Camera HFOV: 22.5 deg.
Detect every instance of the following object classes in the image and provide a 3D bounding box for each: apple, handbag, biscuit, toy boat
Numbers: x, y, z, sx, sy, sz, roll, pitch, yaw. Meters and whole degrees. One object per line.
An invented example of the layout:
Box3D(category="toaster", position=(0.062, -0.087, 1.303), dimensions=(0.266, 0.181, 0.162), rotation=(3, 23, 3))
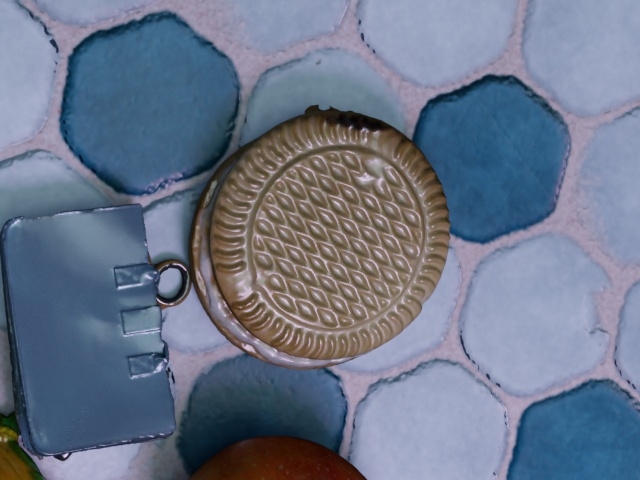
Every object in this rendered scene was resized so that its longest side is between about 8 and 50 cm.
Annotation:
Box3D(category="apple", position=(-0.037, 0.294, 1.514), dimensions=(0.210, 0.173, 0.235), rotation=(-12, 107, -19))
Box3D(category="handbag", position=(-0.214, 0.082, 1.475), dimensions=(0.144, 0.057, 0.221), rotation=(-6, 82, -15))
Box3D(category="biscuit", position=(0.000, 0.000, 1.541), dimensions=(0.259, 0.079, 0.259), rotation=(-2, 95, -17))
Box3D(category="toy boat", position=(-0.256, 0.269, 1.502), dimensions=(0.088, 0.089, 0.229), rotation=(-42, 107, -49))

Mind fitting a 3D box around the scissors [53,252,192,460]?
Box3D(category="scissors", position=(-0.201, 0.109, 1.528), dimensions=(0.088, 0.017, 0.220), rotation=(26, 87, -20))
